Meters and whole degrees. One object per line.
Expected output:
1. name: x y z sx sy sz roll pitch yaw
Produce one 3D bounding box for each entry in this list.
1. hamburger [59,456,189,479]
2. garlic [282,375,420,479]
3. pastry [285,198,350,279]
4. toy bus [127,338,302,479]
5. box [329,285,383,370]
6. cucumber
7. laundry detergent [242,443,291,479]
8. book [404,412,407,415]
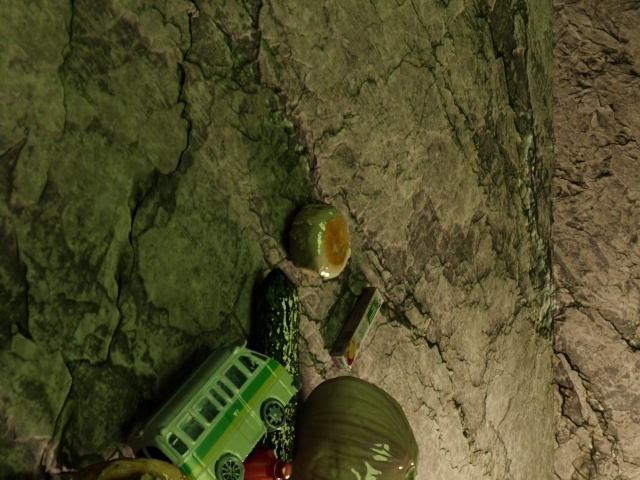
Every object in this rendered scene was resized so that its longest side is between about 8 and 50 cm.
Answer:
1. hamburger: -0.279 0.418 1.056 0.211 0.245 0.261 -76 175 -54
2. garlic: 0.062 0.429 1.546 0.317 0.259 0.318 4 90 -74
3. pastry: 0.000 0.000 1.598 0.165 0.088 0.166 -12 103 -58
4. toy bus: -0.169 0.287 1.286 0.165 0.133 0.276 51 44 -10
5. box: 0.084 0.194 1.776 0.050 0.041 0.207 60 44 -34
6. cucumber: -0.085 0.228 1.482 0.096 0.096 0.360 15 76 -56
7. laundry detergent: -0.117 0.380 1.362 0.097 0.165 0.049 -28 113 -53
8. book: 0.158 0.514 1.930 0.168 0.013 0.192 20 74 -55
